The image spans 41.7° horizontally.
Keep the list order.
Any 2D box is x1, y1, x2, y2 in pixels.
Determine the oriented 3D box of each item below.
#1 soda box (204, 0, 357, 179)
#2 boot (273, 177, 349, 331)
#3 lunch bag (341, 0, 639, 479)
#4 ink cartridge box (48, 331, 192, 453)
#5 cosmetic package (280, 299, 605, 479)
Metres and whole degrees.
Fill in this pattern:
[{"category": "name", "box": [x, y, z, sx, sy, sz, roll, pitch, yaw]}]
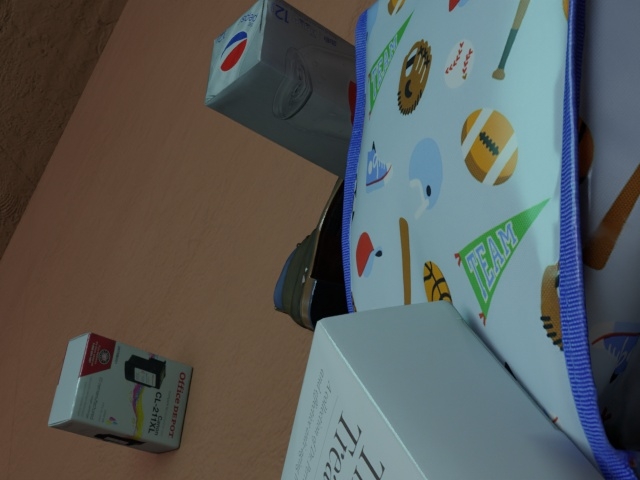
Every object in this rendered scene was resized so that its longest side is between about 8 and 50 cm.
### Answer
[{"category": "soda box", "box": [0.026, -0.134, 0.879, 0.098, 0.286, 0.091, -27, 48, 43]}, {"category": "boot", "box": [0.000, 0.000, 1.023, 0.106, 0.082, 0.219, 7, 77, 54]}, {"category": "lunch bag", "box": [0.161, -0.013, 0.574, 0.328, 0.239, 0.385, 155, 124, -70]}, {"category": "ink cartridge box", "box": [-0.280, 0.220, 1.198, 0.072, 0.175, 0.127, -23, 52, 44]}, {"category": "cosmetic package", "box": [0.060, 0.268, 0.459, 0.284, 0.098, 0.377, 50, 138, 46]}]
